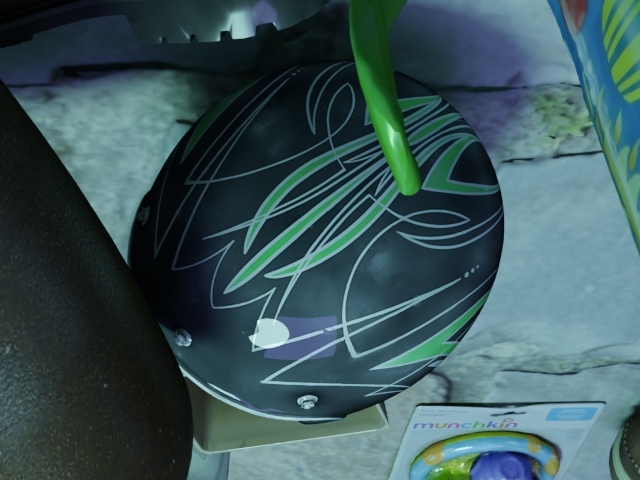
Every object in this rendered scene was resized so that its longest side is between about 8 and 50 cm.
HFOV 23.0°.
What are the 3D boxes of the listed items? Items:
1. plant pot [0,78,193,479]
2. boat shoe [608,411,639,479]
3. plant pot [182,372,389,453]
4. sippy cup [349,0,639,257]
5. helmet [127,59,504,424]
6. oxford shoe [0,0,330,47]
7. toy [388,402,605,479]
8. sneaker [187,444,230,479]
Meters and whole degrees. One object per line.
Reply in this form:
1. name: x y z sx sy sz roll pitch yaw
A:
1. plant pot: -0.169 0.007 0.541 0.215 0.215 0.230 -6 133 3
2. boat shoe: 0.338 0.151 1.098 0.258 0.095 0.095 0 145 -7
3. plant pot: -0.028 0.047 0.859 0.109 0.096 0.109 -9 151 8
4. sippy cup: 0.181 -0.079 0.533 0.240 0.224 0.305 22 142 -37
5. helmet: 0.000 0.000 0.706 0.169 0.169 0.161 -4 170 0
6. oxford shoe: -0.113 -0.124 0.586 0.227 0.082 0.096 -6 125 12
7. toy: 0.121 0.194 1.183 0.137 0.056 0.237 -1 151 -8
8. sneaker: -0.197 0.134 0.976 0.292 0.118 0.110 -1 152 -2
